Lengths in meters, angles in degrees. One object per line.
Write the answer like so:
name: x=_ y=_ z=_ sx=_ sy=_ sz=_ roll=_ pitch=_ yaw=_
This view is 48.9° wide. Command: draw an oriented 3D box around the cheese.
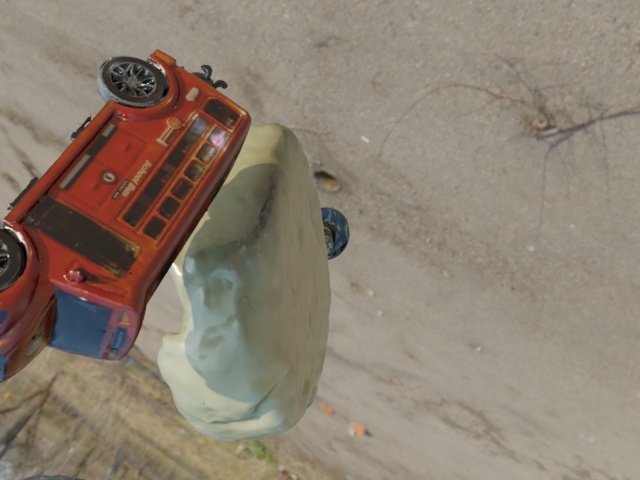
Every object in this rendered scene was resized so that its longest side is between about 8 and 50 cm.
cheese: x=-0.068 y=0.043 z=0.737 sx=0.115 sy=0.326 sz=0.318 roll=-4 pitch=-175 yaw=12

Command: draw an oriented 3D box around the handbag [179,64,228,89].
handbag: x=-0.196 y=-0.221 z=1.044 sx=0.111 sy=0.047 sz=0.072 roll=-6 pitch=141 yaw=43

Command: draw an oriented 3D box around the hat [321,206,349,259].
hat: x=0.000 y=0.000 z=1.214 sx=0.121 sy=0.121 sz=0.050 roll=57 pitch=-168 yaw=-41

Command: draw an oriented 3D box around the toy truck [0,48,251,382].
toy truck: x=-0.145 y=-0.010 z=0.472 sx=0.114 sy=0.252 sz=0.107 roll=29 pitch=142 yaw=-7

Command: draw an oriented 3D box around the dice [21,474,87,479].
dice: x=-0.486 y=0.547 z=1.276 sx=0.181 sy=0.183 sz=0.182 roll=9 pitch=131 yaw=-13
